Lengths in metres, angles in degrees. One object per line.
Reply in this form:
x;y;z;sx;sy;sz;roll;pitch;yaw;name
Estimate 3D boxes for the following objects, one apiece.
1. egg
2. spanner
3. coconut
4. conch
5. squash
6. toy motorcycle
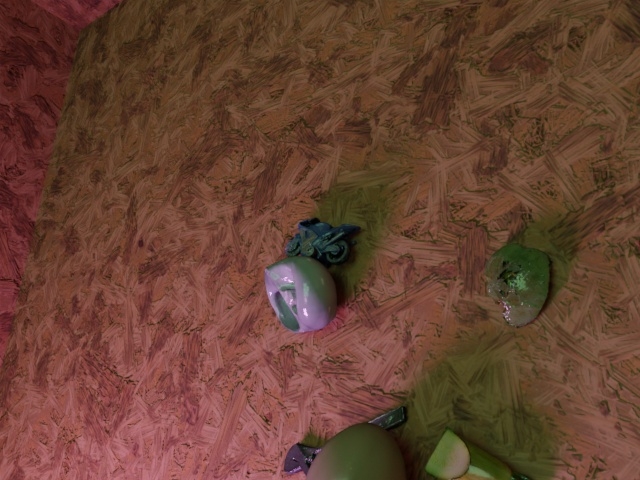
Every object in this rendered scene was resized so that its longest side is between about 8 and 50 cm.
0.065;0.458;1.198;0.186;0.186;0.242;14;75;44;egg
0.047;0.419;1.348;0.325;0.026;0.093;-34;51;24;spanner
0.363;0.068;1.199;0.133;0.055;0.158;-43;50;22;coconut
-0.045;0.125;1.493;0.221;0.120;0.185;27;103;50;conch
0.271;0.393;1.120;0.200;0.075;0.090;10;53;43;squash
0.000;0.000;1.549;0.205;0.076;0.114;7;69;43;toy motorcycle
